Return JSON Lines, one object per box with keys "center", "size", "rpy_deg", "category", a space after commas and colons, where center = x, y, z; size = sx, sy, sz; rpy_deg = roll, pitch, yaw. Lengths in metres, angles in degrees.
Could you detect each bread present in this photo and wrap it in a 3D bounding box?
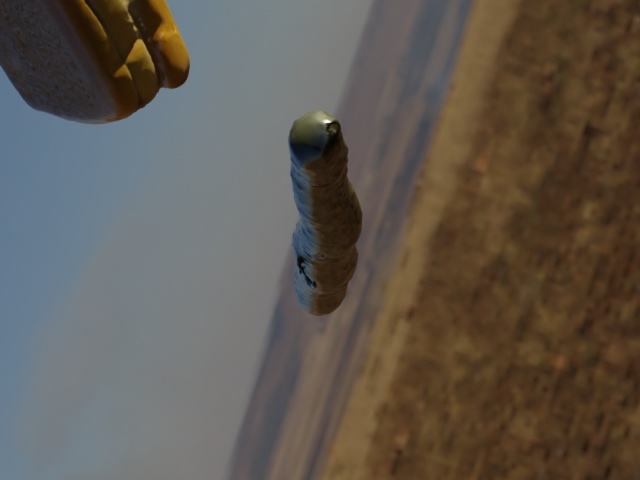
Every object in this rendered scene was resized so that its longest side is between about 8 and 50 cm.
{"center": [-0.150, -0.156, 0.948], "size": [0.077, 0.200, 0.116], "rpy_deg": [-36, 23, -21], "category": "bread"}

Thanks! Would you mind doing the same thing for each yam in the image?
{"center": [0.000, -0.002, 0.642], "size": [0.029, 0.027, 0.234], "rpy_deg": [-39, -11, -8], "category": "yam"}
